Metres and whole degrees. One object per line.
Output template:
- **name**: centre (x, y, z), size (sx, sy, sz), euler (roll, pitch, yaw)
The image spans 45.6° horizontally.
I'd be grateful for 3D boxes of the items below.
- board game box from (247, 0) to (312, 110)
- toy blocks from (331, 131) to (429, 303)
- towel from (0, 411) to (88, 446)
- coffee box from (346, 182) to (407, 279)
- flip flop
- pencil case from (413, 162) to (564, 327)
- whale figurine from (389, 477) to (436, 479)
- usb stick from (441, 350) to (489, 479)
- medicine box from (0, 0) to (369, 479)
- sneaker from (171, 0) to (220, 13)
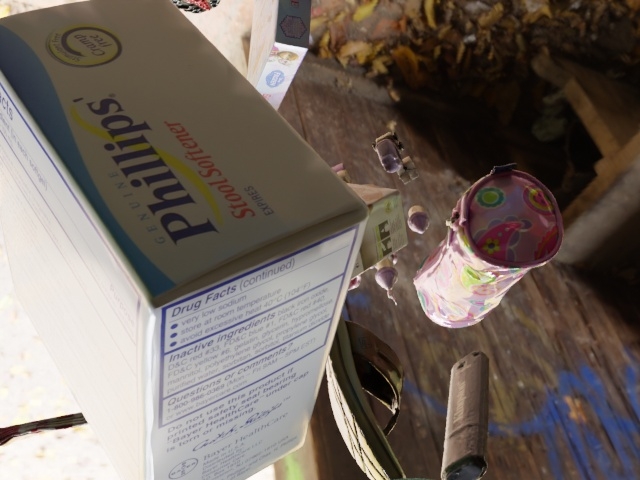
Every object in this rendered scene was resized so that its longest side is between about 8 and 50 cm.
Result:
- **board game box**: centre (-0.082, -0.442, 1.496), size (0.066, 0.318, 0.318), euler (8, 163, -14)
- **toy blocks**: centre (0.114, -0.031, 1.783), size (0.309, 0.260, 0.288), euler (-28, 119, 15)
- **towel**: centre (-0.537, 0.402, 1.670), size (0.329, 0.037, 0.237), euler (-8, 168, -19)
- **coffee box**: centre (0.000, 0.000, 1.157), size (0.246, 0.141, 0.098), euler (-30, 118, -40)
- **flip flop**: centre (0.045, 0.132, 0.822), size (0.080, 0.277, 0.112), euler (-13, 150, -9)
- **pencil case**: centre (0.191, 0.018, 0.919), size (0.124, 0.124, 0.284), euler (-8, 161, -6)
- **whale figurine**: centre (0.107, 0.247, 0.476), size (0.272, 0.141, 0.216), euler (28, 143, -8)
- **usb stick**: centre (0.222, 0.263, 1.150), size (0.045, 0.278, 0.077), euler (37, 118, -6)
- **medicine box**: centre (-0.122, 0.017, 0.561), size (0.149, 0.263, 0.289), euler (-22, 146, -30)
- **sneaker**: centre (-0.233, -0.469, 1.149), size (0.104, 0.125, 0.262), euler (-13, 152, 7)
